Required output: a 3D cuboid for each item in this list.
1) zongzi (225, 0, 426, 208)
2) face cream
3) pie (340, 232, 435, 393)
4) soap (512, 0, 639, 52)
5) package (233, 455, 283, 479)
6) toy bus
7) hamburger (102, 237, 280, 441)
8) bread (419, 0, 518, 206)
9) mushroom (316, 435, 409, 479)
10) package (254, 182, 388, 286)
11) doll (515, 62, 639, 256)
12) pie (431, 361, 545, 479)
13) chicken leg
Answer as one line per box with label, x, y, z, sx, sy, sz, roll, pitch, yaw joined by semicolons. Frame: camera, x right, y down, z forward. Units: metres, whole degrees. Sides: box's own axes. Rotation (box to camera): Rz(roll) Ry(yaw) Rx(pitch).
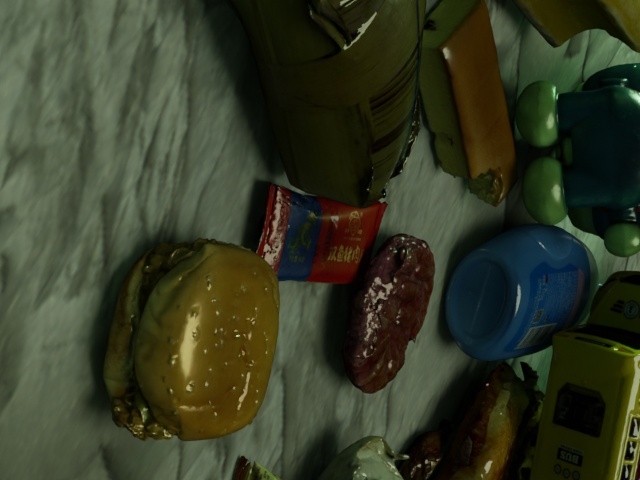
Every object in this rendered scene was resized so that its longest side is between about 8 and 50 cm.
zongzi;0.043;-0.202;1.048;0.289;0.123;0.260;-60;149;-31
face cream;0.230;0.053;1.460;0.264;0.083;0.149;-1;112;-57
pie;0.063;0.066;1.238;0.154;0.036;0.154;-48;148;-45
soap;0.246;-0.351;1.295;0.281;0.143;0.259;28;75;-52
package;-0.033;0.250;1.130;0.120;0.031;0.108;27;76;-20
toy bus;0.314;0.196;1.434;0.151;0.145;0.331;7;93;-39
hamburger;-0.090;0.071;0.974;0.138;0.083;0.147;9;91;-54
bread;0.140;-0.120;1.290;0.088;0.049;0.226;-53;142;-33
mushroom;0.002;0.302;1.196;0.278;0.096;0.099;-62;145;-14
package;0.000;0.000;1.143;0.200;0.022;0.083;6;97;-60
doll;0.327;-0.089;1.447;0.322;0.186;0.199;-17;102;-65
pie;0.185;0.279;1.478;0.308;0.085;0.308;-28;124;-51
chicken leg;0.102;0.229;1.376;0.145;0.037;0.062;-56;157;-32
